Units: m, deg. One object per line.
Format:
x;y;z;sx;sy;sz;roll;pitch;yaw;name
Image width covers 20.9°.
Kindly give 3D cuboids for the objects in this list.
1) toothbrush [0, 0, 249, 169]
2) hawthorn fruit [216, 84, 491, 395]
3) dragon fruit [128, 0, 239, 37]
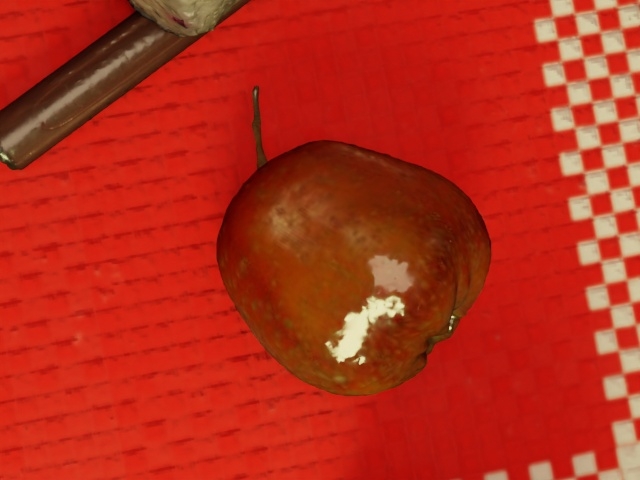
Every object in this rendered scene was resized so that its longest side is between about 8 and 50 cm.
-0.068;-0.165;1.143;0.364;0.041;0.041;-37;92;-9;toothbrush
0.000;0.000;1.094;0.203;0.162;0.162;37;81;11;hawthorn fruit
-0.127;-0.290;1.041;0.283;0.221;0.204;36;83;6;dragon fruit
